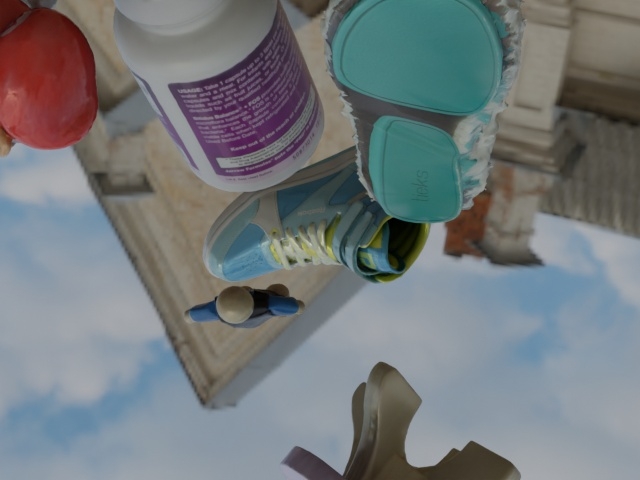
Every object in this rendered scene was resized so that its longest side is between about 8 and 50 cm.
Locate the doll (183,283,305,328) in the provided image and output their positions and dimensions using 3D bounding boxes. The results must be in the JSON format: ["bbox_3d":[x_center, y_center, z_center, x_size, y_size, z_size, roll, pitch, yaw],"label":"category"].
[{"bbox_3d":[-0.079,0.069,1.328,0.129,0.046,0.189,-5,178,4],"label":"doll"}]

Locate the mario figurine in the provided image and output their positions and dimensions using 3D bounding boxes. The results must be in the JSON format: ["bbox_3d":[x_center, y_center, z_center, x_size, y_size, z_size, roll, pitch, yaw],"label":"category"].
[{"bbox_3d":[-0.328,-0.144,1.158,0.170,0.198,0.320,-6,171,-39],"label":"mario figurine"}]

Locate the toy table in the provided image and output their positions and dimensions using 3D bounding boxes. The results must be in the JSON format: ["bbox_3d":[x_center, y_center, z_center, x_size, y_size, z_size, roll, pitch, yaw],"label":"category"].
[{"bbox_3d":[0.086,0.268,1.424,0.252,0.274,0.161,29,-108,37],"label":"toy table"}]

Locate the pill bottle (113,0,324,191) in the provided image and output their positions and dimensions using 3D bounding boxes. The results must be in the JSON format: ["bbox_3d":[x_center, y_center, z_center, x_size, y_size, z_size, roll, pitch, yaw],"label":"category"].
[{"bbox_3d":[-0.109,-0.195,1.300,0.169,0.301,0.169,-7,-122,12],"label":"pill bottle"}]

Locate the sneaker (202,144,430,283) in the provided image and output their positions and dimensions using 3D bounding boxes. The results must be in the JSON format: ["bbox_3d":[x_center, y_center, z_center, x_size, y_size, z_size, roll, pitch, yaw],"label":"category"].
[{"bbox_3d":[0.000,0.000,1.706,0.319,0.127,0.208,-29,-139,3],"label":"sneaker"}]

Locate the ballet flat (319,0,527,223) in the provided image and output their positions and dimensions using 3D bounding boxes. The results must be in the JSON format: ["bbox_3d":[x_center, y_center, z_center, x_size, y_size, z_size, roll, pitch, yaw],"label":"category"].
[{"bbox_3d":[0.079,-0.142,0.979,0.147,0.409,0.147,0,-110,1],"label":"ballet flat"}]
